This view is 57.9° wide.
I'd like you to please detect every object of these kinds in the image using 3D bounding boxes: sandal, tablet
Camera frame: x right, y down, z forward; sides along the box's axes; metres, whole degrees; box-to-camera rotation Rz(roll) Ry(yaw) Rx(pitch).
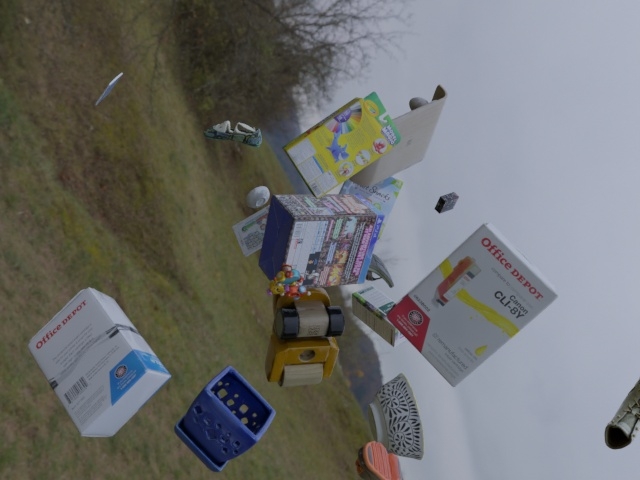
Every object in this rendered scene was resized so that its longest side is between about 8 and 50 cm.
[{"bbox_3d":[0.180,0.103,2.292,0.303,0.086,0.120,33,24,-32],"label":"sandal"},{"bbox_3d":[-0.467,-0.334,1.275,0.006,0.083,0.054,41,45,-18],"label":"tablet"}]

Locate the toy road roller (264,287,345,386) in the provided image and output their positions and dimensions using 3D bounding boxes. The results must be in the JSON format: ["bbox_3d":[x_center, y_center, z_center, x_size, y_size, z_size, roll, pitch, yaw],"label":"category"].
[{"bbox_3d":[-0.066,0.278,1.832,0.240,0.203,0.329,-116,-148,-51],"label":"toy road roller"}]

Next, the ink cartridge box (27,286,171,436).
[{"bbox_3d":[-0.354,0.193,0.925,0.191,0.139,0.082,44,-3,27],"label":"ink cartridge box"}]

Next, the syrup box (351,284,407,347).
[{"bbox_3d":[0.215,0.258,2.001,0.237,0.093,0.096,35,-42,47],"label":"syrup box"}]

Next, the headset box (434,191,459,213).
[{"bbox_3d":[0.465,-0.139,2.118,0.032,0.083,0.062,51,-38,31],"label":"headset box"}]

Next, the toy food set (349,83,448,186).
[{"bbox_3d":[0.212,-0.295,1.603,0.092,0.306,0.219,45,-35,25],"label":"toy food set"}]

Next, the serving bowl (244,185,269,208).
[{"bbox_3d":[-0.190,-0.127,1.774,0.027,0.083,0.083,54,-11,26],"label":"serving bowl"}]

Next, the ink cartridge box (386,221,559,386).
[{"bbox_3d":[0.422,0.172,1.628,0.279,0.384,0.160,47,15,9],"label":"ink cartridge box"}]

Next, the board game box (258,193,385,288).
[{"bbox_3d":[0.000,0.000,1.627,0.141,0.291,0.232,47,-49,47],"label":"board game box"}]

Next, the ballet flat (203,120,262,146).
[{"bbox_3d":[-0.274,-0.343,1.815,0.070,0.189,0.070,10,90,-88],"label":"ballet flat"}]

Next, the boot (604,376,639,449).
[{"bbox_3d":[0.798,0.424,1.458,0.077,0.165,0.213,36,-40,32],"label":"boot"}]

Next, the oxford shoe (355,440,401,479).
[{"bbox_3d":[0.176,0.775,1.976,0.363,0.133,0.129,56,24,-52],"label":"oxford shoe"}]

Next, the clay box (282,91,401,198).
[{"bbox_3d":[0.047,-0.202,1.214,0.127,0.222,0.053,57,-3,-20],"label":"clay box"}]

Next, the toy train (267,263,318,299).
[{"bbox_3d":[-0.072,0.104,1.497,0.166,0.125,0.046,123,-39,-56],"label":"toy train"}]

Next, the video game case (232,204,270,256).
[{"bbox_3d":[-0.213,-0.034,1.976,0.143,0.157,0.019,61,1,39],"label":"video game case"}]

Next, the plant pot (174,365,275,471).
[{"bbox_3d":[-0.316,0.580,1.860,0.236,0.212,0.236,45,12,2],"label":"plant pot"}]

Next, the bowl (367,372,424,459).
[{"bbox_3d":[0.141,0.356,1.150,0.170,0.080,0.170,171,-90,-82],"label":"bowl"}]

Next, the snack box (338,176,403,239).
[{"bbox_3d":[0.142,-0.127,1.841,0.070,0.175,0.207,136,-23,-78],"label":"snack box"}]
